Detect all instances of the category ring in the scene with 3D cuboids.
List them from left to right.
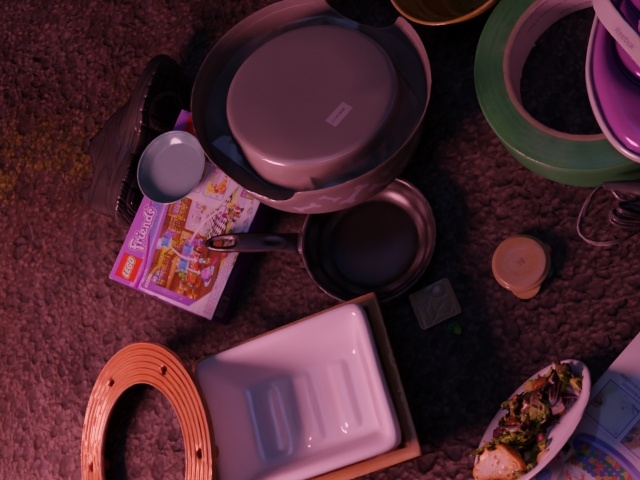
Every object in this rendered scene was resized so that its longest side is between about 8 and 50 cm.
[{"bbox_3d":[-0.244,0.311,1.482,0.337,0.032,0.336,-5,83,48],"label":"ring"}]

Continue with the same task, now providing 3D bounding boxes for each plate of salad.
[{"bbox_3d":[0.251,0.220,1.282,0.048,0.200,0.200,39,93,-10],"label":"plate of salad"}]

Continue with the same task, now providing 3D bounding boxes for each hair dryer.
[{"bbox_3d":[0.488,-0.051,1.289,0.293,0.080,0.223,-43,78,4],"label":"hair dryer"}]

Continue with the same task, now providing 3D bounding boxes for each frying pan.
[{"bbox_3d":[0.012,0.025,1.496,0.326,0.053,0.197,-25,67,9],"label":"frying pan"}]

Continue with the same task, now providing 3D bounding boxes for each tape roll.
[{"bbox_3d":[0.373,-0.234,1.415,0.321,0.077,0.321,-6,73,21],"label":"tape roll"}]

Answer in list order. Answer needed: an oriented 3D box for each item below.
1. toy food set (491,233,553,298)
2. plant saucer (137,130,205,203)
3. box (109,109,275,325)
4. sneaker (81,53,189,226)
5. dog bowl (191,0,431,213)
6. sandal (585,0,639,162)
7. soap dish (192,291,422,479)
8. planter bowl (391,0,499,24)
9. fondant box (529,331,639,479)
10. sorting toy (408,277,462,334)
[{"bbox_3d":[0.274,0.031,1.412,0.083,0.020,0.082,37,91,28],"label":"toy food set"},{"bbox_3d":[-0.225,-0.110,1.604,0.119,0.021,0.119,-7,72,22],"label":"plant saucer"},{"bbox_3d":[-0.180,-0.039,1.610,0.201,0.057,0.293,20,83,26],"label":"box"},{"bbox_3d":[-0.309,-0.170,1.683,0.130,0.109,0.286,14,79,33],"label":"sneaker"},{"bbox_3d":[-0.007,-0.192,1.512,0.349,0.102,0.348,-6,61,11],"label":"dog bowl"},{"bbox_3d":[0.416,-0.297,1.314,0.169,0.102,0.416,-1,75,23],"label":"sandal"},{"bbox_3d":[-0.017,0.229,1.426,0.291,0.118,0.228,-22,67,16],"label":"soap dish"},{"bbox_3d":[0.210,-0.392,1.518,0.217,0.090,0.217,-12,67,29],"label":"planter bowl"},{"bbox_3d":[0.391,0.293,1.242,0.238,0.096,0.330,42,93,28],"label":"fondant box"},{"bbox_3d":[0.164,0.100,1.444,0.062,0.012,0.083,-25,63,10],"label":"sorting toy"}]
